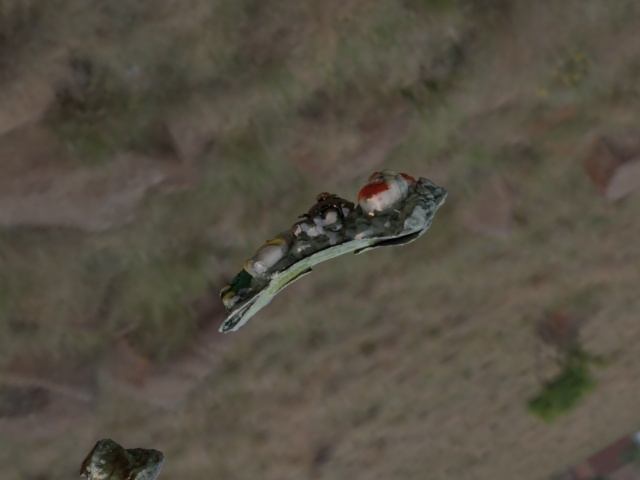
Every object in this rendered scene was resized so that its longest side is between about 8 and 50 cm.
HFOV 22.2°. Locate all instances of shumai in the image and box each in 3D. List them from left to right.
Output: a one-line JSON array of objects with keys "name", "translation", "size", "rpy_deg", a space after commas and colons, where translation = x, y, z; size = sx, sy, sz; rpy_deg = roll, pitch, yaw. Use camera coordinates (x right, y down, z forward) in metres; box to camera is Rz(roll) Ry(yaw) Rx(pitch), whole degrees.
[{"name": "shumai", "translation": [-0.274, 0.308, 2.205], "size": [0.124, 0.087, 0.099], "rpy_deg": [-39, -165, 39]}]

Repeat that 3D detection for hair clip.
[{"name": "hair clip", "translation": [-0.002, -0.001, 1.919], "size": [0.321, 0.091, 0.138], "rpy_deg": [-29, -172, 25]}]
